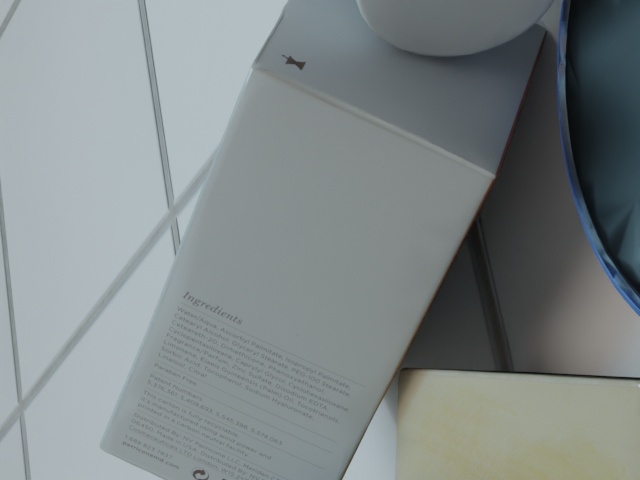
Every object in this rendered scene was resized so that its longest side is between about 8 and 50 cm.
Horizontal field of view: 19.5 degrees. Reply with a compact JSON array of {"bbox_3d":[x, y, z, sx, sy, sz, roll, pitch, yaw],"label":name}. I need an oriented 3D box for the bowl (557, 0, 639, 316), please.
[{"bbox_3d":[0.257,-0.113,1.004,0.391,0.077,0.391,-12,76,62],"label":"bowl"}]

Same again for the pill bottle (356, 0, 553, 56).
[{"bbox_3d":[0.071,-0.279,1.233,0.176,0.176,0.319,123,150,-44],"label":"pill bottle"}]

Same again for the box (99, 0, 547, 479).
[{"bbox_3d":[0.000,0.000,1.301,0.215,0.168,0.345,-65,-1,-55],"label":"box"}]

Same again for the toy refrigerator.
[{"bbox_3d":[0.155,0.129,1.144,0.269,0.102,0.094,-3,84,62],"label":"toy refrigerator"}]
